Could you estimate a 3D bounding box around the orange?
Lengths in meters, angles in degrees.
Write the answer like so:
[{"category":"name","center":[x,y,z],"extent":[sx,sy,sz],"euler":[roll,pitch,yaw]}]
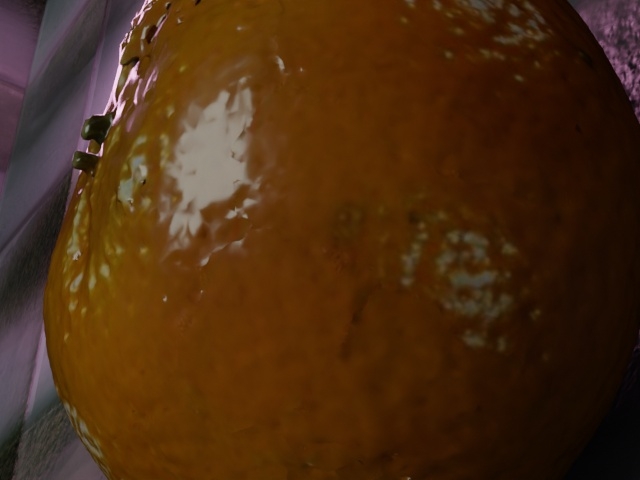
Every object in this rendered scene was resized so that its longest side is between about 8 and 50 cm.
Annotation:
[{"category":"orange","center":[0.000,0.000,0.697],"extent":[0.424,0.326,0.423],"euler":[-41,37,41]}]
